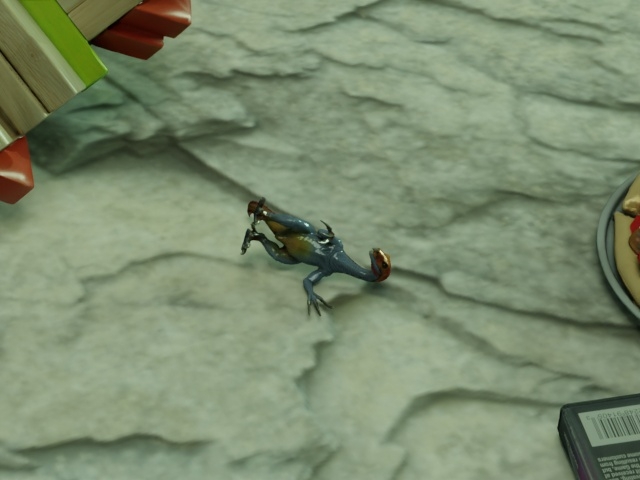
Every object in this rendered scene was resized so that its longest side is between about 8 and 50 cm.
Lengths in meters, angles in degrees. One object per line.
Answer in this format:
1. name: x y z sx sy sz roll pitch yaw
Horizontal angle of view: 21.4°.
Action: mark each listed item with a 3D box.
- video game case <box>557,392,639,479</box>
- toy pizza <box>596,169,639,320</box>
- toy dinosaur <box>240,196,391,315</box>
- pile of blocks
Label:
1. video game case: 0.244 0.168 0.786 0.196 0.026 0.274 -7 43 -9
2. toy pizza: 0.260 0.002 0.969 0.201 0.032 0.201 0 41 0
3. toy dinosaur: 0.000 0.000 0.964 0.082 0.047 0.090 16 30 -10
4. pile of blocks: -0.205 -0.077 1.019 0.362 0.149 0.112 -41 99 -27
